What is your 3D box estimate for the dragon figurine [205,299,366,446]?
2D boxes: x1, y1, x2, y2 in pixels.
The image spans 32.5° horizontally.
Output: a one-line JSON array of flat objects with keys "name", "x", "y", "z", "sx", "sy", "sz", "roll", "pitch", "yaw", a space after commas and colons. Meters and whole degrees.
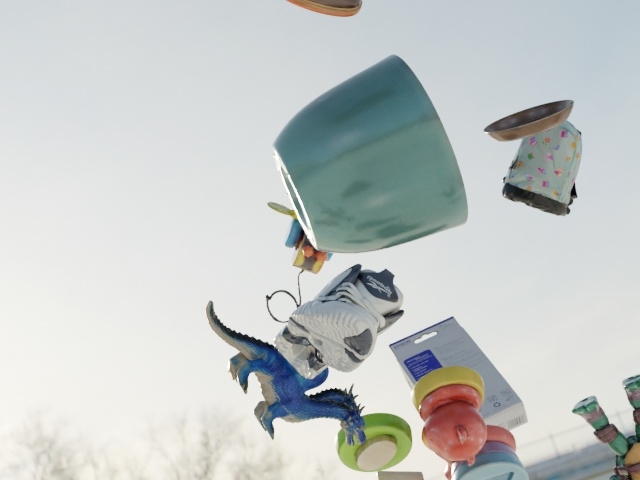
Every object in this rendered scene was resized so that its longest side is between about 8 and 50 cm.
[{"name": "dragon figurine", "x": -0.045, "y": 0.174, "z": 1.512, "sx": 0.144, "sy": 0.289, "sz": 0.085, "roll": -32, "pitch": 11, "yaw": -11}]

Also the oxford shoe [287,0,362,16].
[{"name": "oxford shoe", "x": -0.043, "y": -0.413, "z": 1.547, "sx": 0.271, "sy": 0.097, "sz": 0.098, "roll": 30, "pitch": -45, "yaw": -15}]

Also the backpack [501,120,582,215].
[{"name": "backpack", "x": 0.443, "y": -0.150, "z": 2.135, "sx": 0.152, "sy": 0.182, "sz": 0.115, "roll": 20, "pitch": 10, "yaw": 10}]

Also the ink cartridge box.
[{"name": "ink cartridge box", "x": 0.276, "y": 0.291, "z": 2.254, "sx": 0.165, "sy": 0.333, "sz": 0.065, "roll": -24, "pitch": -57, "yaw": -6}]

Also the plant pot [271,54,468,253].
[{"name": "plant pot", "x": 0.062, "y": -0.113, "z": 1.733, "sx": 0.235, "sy": 0.293, "sz": 0.293, "roll": -23, "pitch": -21, "yaw": -5}]

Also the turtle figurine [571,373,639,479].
[{"name": "turtle figurine", "x": 0.456, "y": 0.315, "z": 1.538, "sx": 0.175, "sy": 0.234, "sz": 0.118, "roll": -26, "pitch": -4, "yaw": -13}]

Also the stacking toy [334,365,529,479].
[{"name": "stacking toy", "x": 0.190, "y": 0.377, "z": 1.821, "sx": 0.279, "sy": 0.130, "sz": 0.309, "roll": -26, "pitch": -49, "yaw": 13}]

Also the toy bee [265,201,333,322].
[{"name": "toy bee", "x": 0.000, "y": 0.000, "z": 2.037, "sx": 0.195, "sy": 0.298, "sz": 0.162, "roll": -1, "pitch": -5, "yaw": -11}]

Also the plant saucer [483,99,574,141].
[{"name": "plant saucer", "x": 0.378, "y": -0.213, "z": 1.978, "sx": 0.168, "sy": 0.029, "sz": 0.168, "roll": -19, "pitch": 11, "yaw": 4}]

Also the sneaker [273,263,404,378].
[{"name": "sneaker", "x": 0.042, "y": 0.077, "z": 1.266, "sx": 0.153, "sy": 0.094, "sz": 0.235, "roll": -44, "pitch": -4, "yaw": -21}]
